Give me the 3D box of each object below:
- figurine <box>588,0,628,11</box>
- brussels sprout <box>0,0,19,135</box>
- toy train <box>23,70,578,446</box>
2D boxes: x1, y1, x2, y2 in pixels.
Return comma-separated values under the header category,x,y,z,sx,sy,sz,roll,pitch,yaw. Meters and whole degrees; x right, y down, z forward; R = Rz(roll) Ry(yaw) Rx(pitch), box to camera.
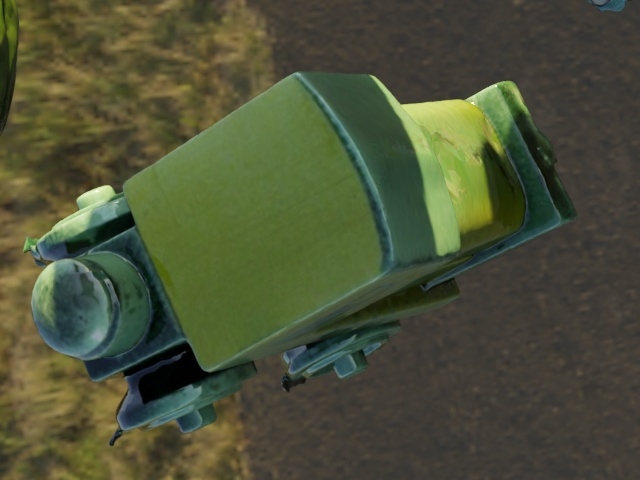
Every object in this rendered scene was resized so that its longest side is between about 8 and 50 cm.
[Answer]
category,x,y,z,sx,sy,sz,roll,pitch,yaw
figurine,0.245,-0.214,1.240,0.060,0.106,0.047,26,119,17
brussels sprout,-0.192,-0.090,0.568,0.145,0.131,0.183,-18,92,36
toy train,0.000,0.000,0.961,0.253,0.397,0.160,-30,81,26
